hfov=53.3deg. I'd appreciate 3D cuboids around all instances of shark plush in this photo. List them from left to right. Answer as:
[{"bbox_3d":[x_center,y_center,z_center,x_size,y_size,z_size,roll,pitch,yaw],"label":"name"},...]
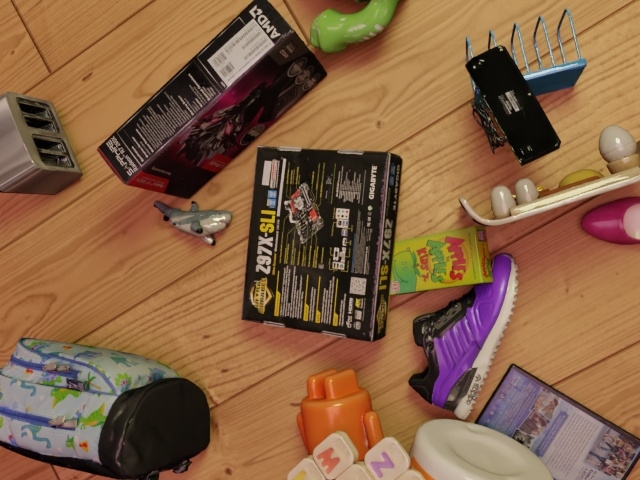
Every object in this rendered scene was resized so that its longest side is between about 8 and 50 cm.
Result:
[{"bbox_3d":[-0.248,-0.044,1.229,0.161,0.073,0.067,15,73,32],"label":"shark plush"}]

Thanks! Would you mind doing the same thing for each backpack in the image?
[{"bbox_3d":[-0.421,0.301,1.157,0.355,0.290,0.274,-10,80,19],"label":"backpack"}]

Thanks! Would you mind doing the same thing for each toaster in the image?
[{"bbox_3d":[-0.564,-0.181,1.213,0.110,0.185,0.168,-26,85,15],"label":"toaster"}]

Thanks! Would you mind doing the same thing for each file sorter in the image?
[{"bbox_3d":[0.331,-0.297,1.057,0.170,0.118,0.105,-13,84,12],"label":"file sorter"}]

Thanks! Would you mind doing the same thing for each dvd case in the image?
[{"bbox_3d":[0.395,0.353,1.095,0.253,0.022,0.180,31,96,11],"label":"dvd case"}]

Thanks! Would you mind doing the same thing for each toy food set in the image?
[{"bbox_3d":[0.368,-0.099,0.997,0.306,0.219,0.093,-18,87,12],"label":"toy food set"}]

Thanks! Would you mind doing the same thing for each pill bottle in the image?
[{"bbox_3d":[0.208,0.514,1.026,0.224,0.224,0.392,17,100,11],"label":"pill bottle"}]

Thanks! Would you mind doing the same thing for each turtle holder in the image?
[{"bbox_3d":[0.065,-0.505,1.076,0.227,0.243,0.320,12,133,26],"label":"turtle holder"}]

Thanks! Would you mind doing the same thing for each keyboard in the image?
[{"bbox_3d":[0.281,-0.202,0.987,0.100,0.038,0.192,-23,75,-2],"label":"keyboard"}]

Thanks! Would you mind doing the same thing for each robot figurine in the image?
[{"bbox_3d":[0.035,0.339,1.120,0.158,0.128,0.220,-10,87,6],"label":"robot figurine"}]

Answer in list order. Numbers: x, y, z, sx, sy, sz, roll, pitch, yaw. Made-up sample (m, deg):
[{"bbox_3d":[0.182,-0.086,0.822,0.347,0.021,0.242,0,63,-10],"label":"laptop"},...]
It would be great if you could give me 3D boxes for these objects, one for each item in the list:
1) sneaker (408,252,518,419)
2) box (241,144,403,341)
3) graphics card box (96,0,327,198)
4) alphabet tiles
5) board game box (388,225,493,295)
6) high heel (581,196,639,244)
[{"bbox_3d":[0.233,0.147,1.087,0.146,0.102,0.294,21,95,12],"label":"sneaker"},{"bbox_3d":[0.000,0.000,1.125,0.257,0.079,0.322,6,92,26],"label":"box"},{"bbox_3d":[-0.175,-0.228,1.105,0.371,0.233,0.094,-41,78,9],"label":"graphics card box"},{"bbox_3d":[0.066,0.444,0.974,0.278,0.021,0.284,-48,67,24],"label":"alphabet tiles"},{"bbox_3d":[0.194,0.037,1.081,0.181,0.043,0.092,-12,80,39],"label":"board game box"},{"bbox_3d":[0.549,-0.029,1.010,0.244,0.117,0.082,5,92,12],"label":"high heel"}]
